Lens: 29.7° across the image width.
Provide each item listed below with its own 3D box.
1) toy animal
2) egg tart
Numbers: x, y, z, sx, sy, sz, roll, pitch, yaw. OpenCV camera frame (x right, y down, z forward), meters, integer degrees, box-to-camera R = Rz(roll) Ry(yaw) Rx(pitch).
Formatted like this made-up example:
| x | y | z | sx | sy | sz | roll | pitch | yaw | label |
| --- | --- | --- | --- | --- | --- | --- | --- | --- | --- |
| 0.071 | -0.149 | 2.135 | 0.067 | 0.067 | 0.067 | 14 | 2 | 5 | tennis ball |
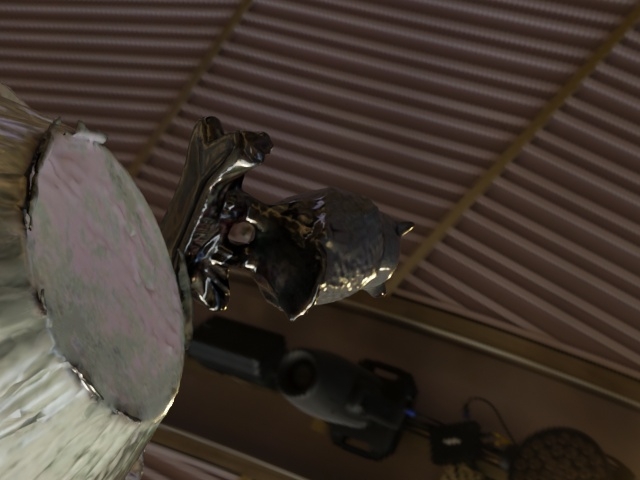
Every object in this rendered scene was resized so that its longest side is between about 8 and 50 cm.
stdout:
| x | y | z | sx | sy | sz | roll | pitch | yaw | label |
| --- | --- | --- | --- | --- | --- | --- | --- | --- | --- |
| 0.004 | 0.001 | 0.743 | 0.117 | 0.210 | 0.121 | 32 | -72 | 44 | toy animal |
| -0.120 | 0.025 | 0.499 | 0.094 | 0.234 | 0.234 | -16 | -117 | 15 | egg tart |
